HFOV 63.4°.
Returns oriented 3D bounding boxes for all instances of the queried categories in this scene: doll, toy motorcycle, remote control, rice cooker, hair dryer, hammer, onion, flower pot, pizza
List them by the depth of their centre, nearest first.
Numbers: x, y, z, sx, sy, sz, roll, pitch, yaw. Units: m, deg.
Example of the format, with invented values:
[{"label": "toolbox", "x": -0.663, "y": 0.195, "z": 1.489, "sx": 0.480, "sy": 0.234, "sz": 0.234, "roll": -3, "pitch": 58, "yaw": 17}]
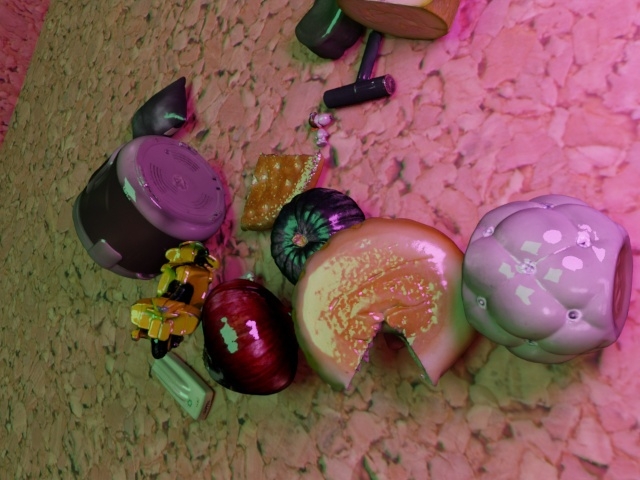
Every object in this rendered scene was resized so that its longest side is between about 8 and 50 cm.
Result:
[{"label": "flower pot", "x": 0.329, "y": 0.055, "z": 0.751, "sx": 0.195, "sy": 0.246, "sz": 0.245, "roll": 5, "pitch": 84, "yaw": 41}, {"label": "hammer", "x": 0.138, "y": 0.172, "z": 1.009, "sx": 0.043, "sy": 0.043, "sz": 0.083, "roll": -31, "pitch": 64, "yaw": 31}, {"label": "onion", "x": -0.120, "y": 0.194, "z": 1.103, "sx": 0.285, "sy": 0.273, "sz": 0.273, "roll": -21, "pitch": 63, "yaw": -2}, {"label": "hair dryer", "x": 0.092, "y": -0.401, "z": 1.168, "sx": 0.173, "sy": 0.050, "sz": 0.194, "roll": -2, "pitch": 75, "yaw": 38}, {"label": "toy motorcycle", "x": -0.319, "y": 0.119, "z": 1.192, "sx": 0.143, "sy": 0.342, "sz": 0.205, "roll": 3, "pitch": 109, "yaw": 0}, {"label": "doll", "x": -0.003, "y": -0.262, "z": 1.220, "sx": 0.058, "sy": 0.040, "sz": 0.085, "roll": 7, "pitch": 85, "yaw": 30}, {"label": "pizza", "x": -0.103, "y": -0.134, "z": 1.262, "sx": 0.292, "sy": 0.058, "sz": 0.197, "roll": -43, "pitch": 56, "yaw": 23}, {"label": "rice cooker", "x": -0.458, "y": -0.084, "z": 1.378, "sx": 0.325, "sy": 0.335, "sz": 0.335, "roll": -33, "pitch": 62, "yaw": 31}, {"label": "remote control", "x": -0.373, "y": 0.382, "z": 1.382, "sx": 0.230, "sy": 0.049, "sz": 0.090, "roll": 27, "pitch": 101, "yaw": 38}]

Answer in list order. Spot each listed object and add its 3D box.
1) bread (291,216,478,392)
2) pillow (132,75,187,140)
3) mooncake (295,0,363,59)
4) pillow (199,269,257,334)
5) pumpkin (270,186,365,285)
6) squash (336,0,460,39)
[{"label": "bread", "x": 0.114, "y": 0.109, "z": 0.925, "sx": 0.333, "sy": 0.160, "sz": 0.332, "roll": -2, "pitch": 81, "yaw": 10}, {"label": "pillow", "x": -0.500, "y": -0.380, "z": 1.609, "sx": 0.250, "sy": 0.106, "sz": 0.185, "roll": -30, "pitch": 56, "yaw": 29}, {"label": "mooncake", "x": 0.024, "y": -0.514, "z": 1.206, "sx": 0.175, "sy": 0.104, "sz": 0.168, "roll": -15, "pitch": 75, "yaw": 39}, {"label": "pillow", "x": -0.233, "y": 0.166, "z": 1.310, "sx": 0.229, "sy": 0.051, "sz": 0.128, "roll": -24, "pitch": 74, "yaw": 35}, {"label": "pumpkin", "x": 0.000, "y": 0.000, "z": 1.081, "sx": 0.221, "sy": 0.162, "sz": 0.220, "roll": 1, "pitch": 92, "yaw": 35}, {"label": "squash", "x": 0.195, "y": -0.577, "z": 1.013, "sx": 0.234, "sy": 0.210, "sz": 0.308, "roll": 21, "pitch": 99, "yaw": 26}]
